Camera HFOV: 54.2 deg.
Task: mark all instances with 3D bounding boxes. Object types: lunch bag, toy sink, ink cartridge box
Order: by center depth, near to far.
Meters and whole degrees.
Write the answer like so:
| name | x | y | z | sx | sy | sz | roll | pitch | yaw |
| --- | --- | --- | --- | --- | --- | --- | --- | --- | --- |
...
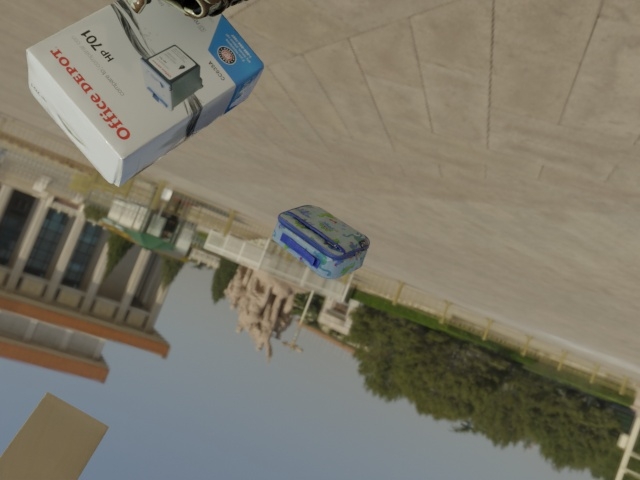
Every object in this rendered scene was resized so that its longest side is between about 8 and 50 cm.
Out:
| name | x | y | z | sx | sy | sz | roll | pitch | yaw |
| --- | --- | --- | --- | --- | --- | --- | --- | --- | --- |
| ink cartridge box | -0.177 | -0.170 | 0.648 | 0.139 | 0.191 | 0.082 | 50 | 153 | -4 |
| toy sink | -0.575 | 0.463 | 1.285 | 0.153 | 0.234 | 0.131 | 34 | 135 | -12 |
| lunch bag | 0.000 | 0.000 | 1.550 | 0.219 | 0.090 | 0.176 | 36 | -148 | 27 |

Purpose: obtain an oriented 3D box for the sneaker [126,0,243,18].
| name | x | y | z | sx | sy | sz | roll | pitch | yaw |
| --- | --- | --- | --- | --- | --- | --- | --- | --- | --- |
| sneaker | -0.108 | -0.246 | 0.611 | 0.189 | 0.071 | 0.066 | -9 | 173 | -32 |
